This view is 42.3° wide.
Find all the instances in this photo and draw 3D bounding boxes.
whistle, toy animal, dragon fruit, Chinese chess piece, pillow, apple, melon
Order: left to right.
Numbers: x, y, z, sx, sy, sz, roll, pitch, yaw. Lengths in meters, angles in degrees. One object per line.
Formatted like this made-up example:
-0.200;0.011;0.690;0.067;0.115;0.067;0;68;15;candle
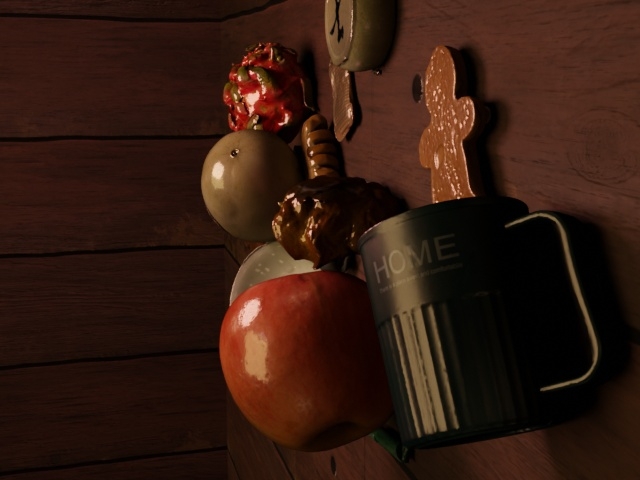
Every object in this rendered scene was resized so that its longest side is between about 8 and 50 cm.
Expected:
-0.164;-0.130;2.104;0.330;0.268;0.268;62;-167;-60;melon
-0.142;-0.380;2.228;0.231;0.237;0.302;-135;52;-73;dragon fruit
-0.013;0.241;1.632;0.364;0.364;0.364;177;90;-74;apple
-0.001;-0.010;1.997;0.269;0.082;0.137;39;132;51;toy animal
0.049;-0.344;1.922;0.135;0.034;0.211;124;142;-68;pillow
0.077;-0.458;1.694;0.238;0.092;0.237;176;90;-74;Chinese chess piece
0.143;0.417;1.712;0.186;0.039;0.039;-173;81;-73;whistle

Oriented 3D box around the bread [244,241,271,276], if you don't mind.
-0.145;-0.019;2.433;0.416;0.165;0.113;-119;36;-59;bread

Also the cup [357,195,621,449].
0.222;0.112;1.106;0.242;0.308;0.292;39;-140;-67;cup

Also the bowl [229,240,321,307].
-0.073;0.162;2.176;0.313;0.146;0.313;-10;71;32;bowl

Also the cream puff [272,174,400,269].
0.028;-0.047;1.646;0.241;0.269;0.155;35;138;58;cream puff

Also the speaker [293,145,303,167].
-0.036;-0.186;2.238;0.191;0.040;0.046;-109;24;-45;speaker

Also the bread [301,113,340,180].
0.002;-0.191;2.028;0.134;0.081;0.225;114;148;-68;bread

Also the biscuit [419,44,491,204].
0.220;-0.151;1.324;0.216;0.047;0.339;135;133;-66;biscuit
